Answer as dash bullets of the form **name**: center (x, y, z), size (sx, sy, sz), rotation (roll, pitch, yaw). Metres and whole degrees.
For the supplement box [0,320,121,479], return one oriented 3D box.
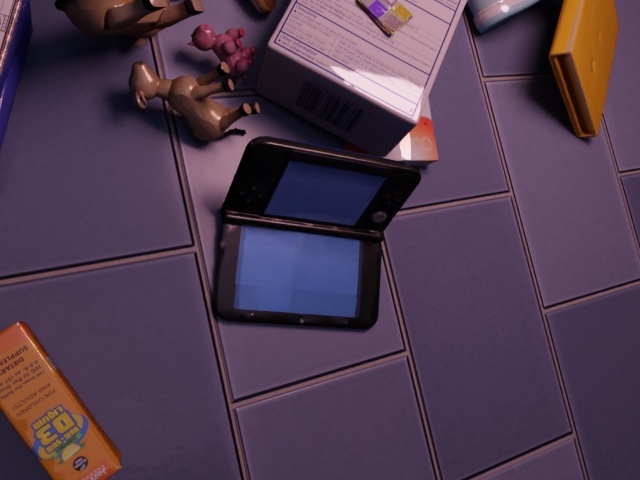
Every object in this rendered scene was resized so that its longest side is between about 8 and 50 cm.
- **supplement box**: center (-0.355, 0.221, 0.744), size (0.078, 0.080, 0.233), rotation (-36, 98, -23)

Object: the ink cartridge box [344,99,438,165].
- **ink cartridge box**: center (0.128, -0.214, 1.064), size (0.179, 0.045, 0.145), rotation (-3, 81, -27)

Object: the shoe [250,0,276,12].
- **shoe**: center (-0.131, -0.500, 1.001), size (0.076, 0.058, 0.219), rotation (-17, 91, -57)

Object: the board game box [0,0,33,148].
- **board game box**: center (-0.545, -0.246, 0.712), size (0.291, 0.141, 0.232), rotation (14, 75, -21)

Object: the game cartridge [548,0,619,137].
- **game cartridge**: center (0.578, -0.436, 1.236), size (0.285, 0.052, 0.324), rotation (41, 61, -46)

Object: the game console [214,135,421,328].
- **game console**: center (0.000, 0.000, 0.901), size (0.293, 0.250, 0.173), rotation (6, 51, -23)

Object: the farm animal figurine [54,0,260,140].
- **farm animal figurine**: center (-0.247, -0.319, 0.838), size (0.327, 0.172, 0.330), rotation (-1, 77, -66)

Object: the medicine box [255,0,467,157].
- **medicine box**: center (0.070, -0.340, 0.982), size (0.263, 0.149, 0.289), rotation (26, 70, -8)

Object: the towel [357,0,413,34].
- **towel**: center (0.105, -0.372, 0.915), size (0.083, 0.009, 0.060), rotation (46, 70, 0)

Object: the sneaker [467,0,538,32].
- **sneaker**: center (0.415, -0.599, 1.222), size (0.319, 0.127, 0.208), rotation (-34, 96, -26)
